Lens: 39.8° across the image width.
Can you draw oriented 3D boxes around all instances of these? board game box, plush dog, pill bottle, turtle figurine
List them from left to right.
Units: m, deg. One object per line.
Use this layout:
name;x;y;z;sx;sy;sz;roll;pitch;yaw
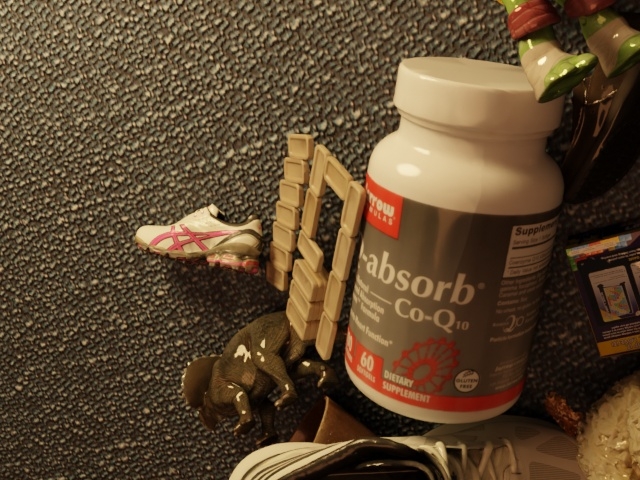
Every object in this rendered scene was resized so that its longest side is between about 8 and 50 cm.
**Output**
pill bottle;0.146;-0.004;0.964;0.210;0.210;0.362;13;112;17
turtle figurine;0.211;-0.282;0.795;0.275;0.198;0.266;-34;78;32
board game box;0.377;0.044;0.980;0.170;0.048;0.141;-15;104;25
plush dog;0.383;0.182;0.940;0.210;0.262;0.225;50;117;23

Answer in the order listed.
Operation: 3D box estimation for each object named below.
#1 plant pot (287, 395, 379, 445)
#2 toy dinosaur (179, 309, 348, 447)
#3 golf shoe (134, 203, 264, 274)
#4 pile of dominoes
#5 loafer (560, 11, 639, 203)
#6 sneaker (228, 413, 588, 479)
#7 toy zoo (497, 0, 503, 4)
plant pot;0.054;0.352;1.144;0.230;0.215;0.215;30;117;-3
toy dinosaur;-0.075;0.162;1.159;0.313;0.121;0.160;-45;55;15
golf shoe;-0.159;-0.006;1.175;0.186;0.067;0.086;8;84;20
pile of dominoes;0.000;0.000;1.059;0.196;0.040;0.251;-126;39;-47
loafer;0.305;-0.142;0.938;0.078;0.080;0.220;44;125;40
sneaker;0.135;0.278;0.934;0.448;0.257;0.169;-3;80;-13
toy zoo;0.163;-0.381;0.925;0.293;0.030;0.192;34;117;8
